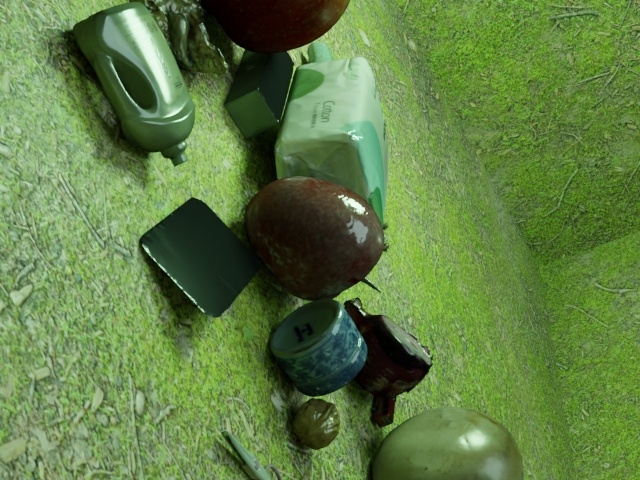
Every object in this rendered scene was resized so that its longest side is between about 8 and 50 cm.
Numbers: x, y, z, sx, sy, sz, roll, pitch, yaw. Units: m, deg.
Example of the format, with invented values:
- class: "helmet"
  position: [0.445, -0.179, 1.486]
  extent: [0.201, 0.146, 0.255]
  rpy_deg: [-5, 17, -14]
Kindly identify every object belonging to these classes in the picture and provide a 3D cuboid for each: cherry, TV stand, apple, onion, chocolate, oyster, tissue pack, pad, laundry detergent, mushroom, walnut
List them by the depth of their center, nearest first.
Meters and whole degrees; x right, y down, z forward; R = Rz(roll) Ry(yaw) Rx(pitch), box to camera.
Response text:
- class: "laundry detergent"
  position: [-0.271, -0.231, 1.560]
  extent: [0.253, 0.091, 0.181]
  rpy_deg: [65, 22, -9]
- class: "pad"
  position: [-0.146, 0.094, 1.599]
  extent: [0.323, 0.055, 0.250]
  rpy_deg: [64, 20, -11]
- class: "walnut"
  position: [-0.006, 0.307, 1.710]
  extent: [0.079, 0.082, 0.096]
  rpy_deg: [40, 21, 5]
- class: "oyster"
  position: [-0.255, -0.409, 1.808]
  extent: [0.223, 0.083, 0.214]
  rpy_deg: [28, 41, -51]
- class: "cherry"
  position: [0.000, 0.000, 1.809]
  extent: [0.285, 0.236, 0.213]
  rpy_deg: [37, 48, -7]
- class: "mushroom"
  position: [0.249, 0.477, 1.943]
  extent: [0.292, 0.292, 0.290]
  rpy_deg: [-52, 135, -67]
- class: "apple"
  position: [-0.107, -0.530, 1.968]
  extent: [0.348, 0.277, 0.348]
  rpy_deg: [49, 19, -24]
- class: "onion"
  position: [0.112, 0.213, 2.031]
  extent: [0.218, 0.140, 0.195]
  rpy_deg: [44, 16, 5]
- class: "TV stand"
  position: [-0.118, -0.317, 2.054]
  extent: [0.088, 0.082, 0.269]
  rpy_deg: [56, 22, -28]
- class: "tissue pack"
  position: [0.031, -0.177, 2.064]
  extent: [0.356, 0.194, 0.266]
  rpy_deg: [-80, 161, -54]
- class: "chocolate"
  position: [0.013, -0.356, 2.407]
  extent: [0.110, 0.110, 0.291]
  rpy_deg: [45, 28, -47]

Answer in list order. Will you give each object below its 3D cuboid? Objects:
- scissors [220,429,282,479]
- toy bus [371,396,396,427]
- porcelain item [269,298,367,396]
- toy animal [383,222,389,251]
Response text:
- class: "scissors"
  position: [-0.100, 0.338, 1.515]
  extent: [0.176, 0.022, 0.085]
  rpy_deg: [59, 25, -33]
- class: "toy bus"
  position: [0.131, 0.334, 2.073]
  extent: [0.031, 0.043, 0.110]
  rpy_deg: [59, 22, -23]
- class: "porcelain item"
  position: [-0.001, 0.186, 1.742]
  extent: [0.114, 0.147, 0.147]
  rpy_deg: [59, 22, -25]
- class: "toy animal"
  position: [0.091, -0.066, 2.308]
  extent: [0.186, 0.093, 0.214]
  rpy_deg: [46, 33, -39]
